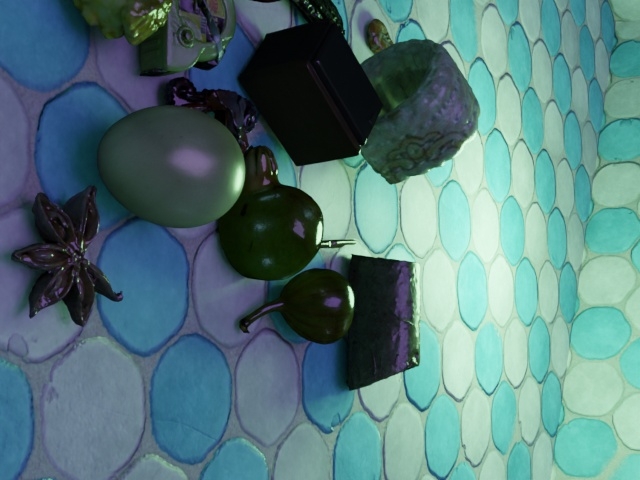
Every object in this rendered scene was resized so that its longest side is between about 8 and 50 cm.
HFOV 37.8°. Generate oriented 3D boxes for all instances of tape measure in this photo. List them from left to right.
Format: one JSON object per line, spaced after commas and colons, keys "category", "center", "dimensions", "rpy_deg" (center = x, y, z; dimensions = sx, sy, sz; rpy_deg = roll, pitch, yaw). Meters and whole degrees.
{"category": "tape measure", "center": [-0.226, -0.370, 1.552], "dimensions": [0.175, 0.106, 0.200], "rpy_deg": [-5, 91, -44]}

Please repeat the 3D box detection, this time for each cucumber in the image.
{"category": "cucumber", "center": [-0.022, -0.498, 1.925], "dimensions": [0.265, 0.077, 0.077], "rpy_deg": [36, 58, -54]}

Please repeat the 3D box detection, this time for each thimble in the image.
{"category": "thimble", "center": [0.186, -0.283, 2.051], "dimensions": [0.195, 0.291, 0.291], "rpy_deg": [49, 48, -36]}

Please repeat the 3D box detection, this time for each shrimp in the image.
{"category": "shrimp", "center": [0.163, -0.457, 2.244], "dimensions": [0.184, 0.043, 0.091], "rpy_deg": [52, 43, -42]}

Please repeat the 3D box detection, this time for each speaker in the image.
{"category": "speaker", "center": [-0.016, -0.285, 1.811], "dimensions": [0.231, 0.192, 0.153], "rpy_deg": [56, 45, -35]}

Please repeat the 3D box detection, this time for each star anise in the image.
{"category": "star anise", "center": [-0.372, 0.027, 1.334], "dimensions": [0.172, 0.063, 0.208], "rpy_deg": [-34, 120, -49]}

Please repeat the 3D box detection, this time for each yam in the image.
{"category": "yam", "center": [0.139, 0.177, 2.057], "dimensions": [0.168, 0.168, 0.304], "rpy_deg": [14, 74, -57]}

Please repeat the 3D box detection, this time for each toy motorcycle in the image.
{"category": "toy motorcycle", "center": [-0.187, -0.207, 1.625], "dimensions": [0.212, 0.084, 0.118], "rpy_deg": [11, 80, -50]}

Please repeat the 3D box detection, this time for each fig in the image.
{"category": "fig", "center": [-0.056, 0.127, 1.815], "dimensions": [0.259, 0.151, 0.151], "rpy_deg": [2, 86, -31]}

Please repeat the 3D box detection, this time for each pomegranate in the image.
{"category": "pomegranate", "center": [-0.074, -0.046, 1.726], "dimensions": [0.190, 0.159, 0.241], "rpy_deg": [30, 58, -55]}

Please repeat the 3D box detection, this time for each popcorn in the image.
{"category": "popcorn", "center": [-0.302, -0.381, 1.402], "dimensions": [0.173, 0.142, 0.174], "rpy_deg": [-20, 115, -49]}

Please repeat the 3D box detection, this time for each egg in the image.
{"category": "egg", "center": [-0.230, -0.115, 1.446], "dimensions": [0.253, 0.188, 0.189], "rpy_deg": [8, 82, -52]}

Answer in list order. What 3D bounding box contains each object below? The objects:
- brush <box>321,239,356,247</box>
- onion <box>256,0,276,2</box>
{"category": "brush", "center": [0.000, 0.000, 1.948], "dimensions": [0.248, 0.043, 0.036], "rpy_deg": [-2, 91, -58]}
{"category": "onion", "center": [-0.122, -0.536, 1.655], "dimensions": [0.246, 0.190, 0.246], "rpy_deg": [24, 54, -38]}
